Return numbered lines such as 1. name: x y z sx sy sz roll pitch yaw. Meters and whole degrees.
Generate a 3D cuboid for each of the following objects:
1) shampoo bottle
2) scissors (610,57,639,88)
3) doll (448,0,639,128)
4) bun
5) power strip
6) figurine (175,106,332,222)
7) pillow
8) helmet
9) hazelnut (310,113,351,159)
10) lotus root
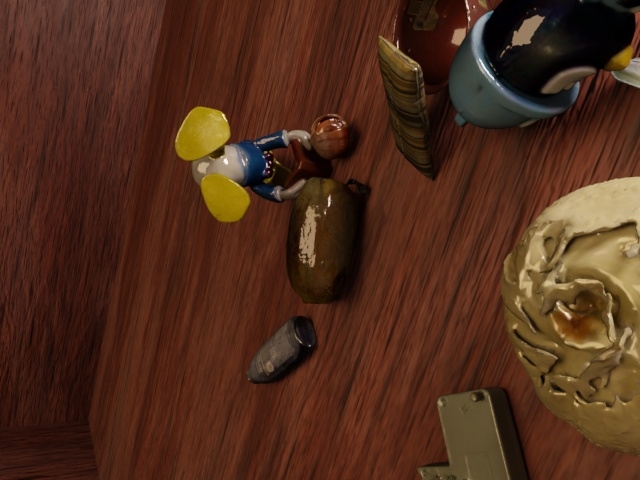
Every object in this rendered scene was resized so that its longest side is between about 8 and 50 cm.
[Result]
1. shampoo bottle: -0.091 0.245 1.031 0.233 0.049 0.087 -48 49 40
2. scissors: 0.379 -0.133 0.426 0.256 0.030 0.125 43 121 51
3. doll: 0.248 -0.214 0.502 0.141 0.177 0.314 54 146 2
4. bun: 0.279 0.060 0.436 0.259 0.152 0.259 -17 70 56
5. power strip: 0.185 0.304 0.606 0.145 0.061 0.215 -34 57 47
6. figurine: -0.124 -0.173 1.003 0.338 0.284 0.204 -112 18 -75
7. pillow: 0.125 -0.187 0.706 0.113 0.038 0.203 62 177 42
8. helmet: 0.186 -0.283 0.667 0.155 0.106 0.175 113 147 -47
9. hazelnut: 0.020 -0.197 0.921 0.086 0.087 0.086 -14 72 54
10. lotus root: 0.000 0.000 0.881 0.124 0.123 0.240 7 87 65
